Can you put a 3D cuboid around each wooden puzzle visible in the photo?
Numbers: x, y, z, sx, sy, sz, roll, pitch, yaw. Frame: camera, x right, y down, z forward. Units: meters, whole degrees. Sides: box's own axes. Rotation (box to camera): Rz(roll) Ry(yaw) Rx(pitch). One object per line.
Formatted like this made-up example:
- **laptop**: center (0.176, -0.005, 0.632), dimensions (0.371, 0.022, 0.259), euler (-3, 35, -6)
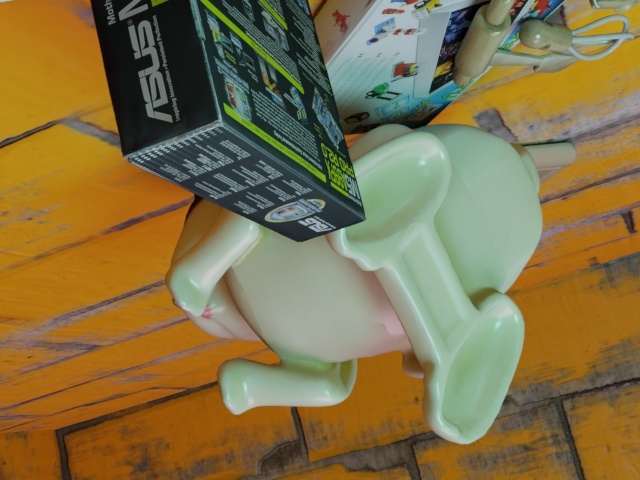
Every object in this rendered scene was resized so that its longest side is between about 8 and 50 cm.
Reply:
- **wooden puzzle**: center (0.243, -0.085, 1.433), dimensions (0.221, 0.044, 0.238), euler (-8, 160, -23)

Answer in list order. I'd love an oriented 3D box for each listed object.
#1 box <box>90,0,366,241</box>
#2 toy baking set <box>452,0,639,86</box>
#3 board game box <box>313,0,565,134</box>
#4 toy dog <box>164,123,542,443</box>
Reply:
- **box**: center (-0.058, -0.127, 0.608), dimensions (0.060, 0.216, 0.270), euler (-18, 166, 15)
- **toy baking set**: center (0.211, -0.184, 0.815), dimensions (0.197, 0.030, 0.256), euler (-14, 167, -12)
- **board game box**: center (0.081, -0.181, 0.862), dimensions (0.193, 0.053, 0.305), euler (-8, 165, -26)
- **toy dog**: center (0.000, 0.000, 1.000), dimensions (0.408, 0.284, 0.395), euler (-7, -142, 44)
